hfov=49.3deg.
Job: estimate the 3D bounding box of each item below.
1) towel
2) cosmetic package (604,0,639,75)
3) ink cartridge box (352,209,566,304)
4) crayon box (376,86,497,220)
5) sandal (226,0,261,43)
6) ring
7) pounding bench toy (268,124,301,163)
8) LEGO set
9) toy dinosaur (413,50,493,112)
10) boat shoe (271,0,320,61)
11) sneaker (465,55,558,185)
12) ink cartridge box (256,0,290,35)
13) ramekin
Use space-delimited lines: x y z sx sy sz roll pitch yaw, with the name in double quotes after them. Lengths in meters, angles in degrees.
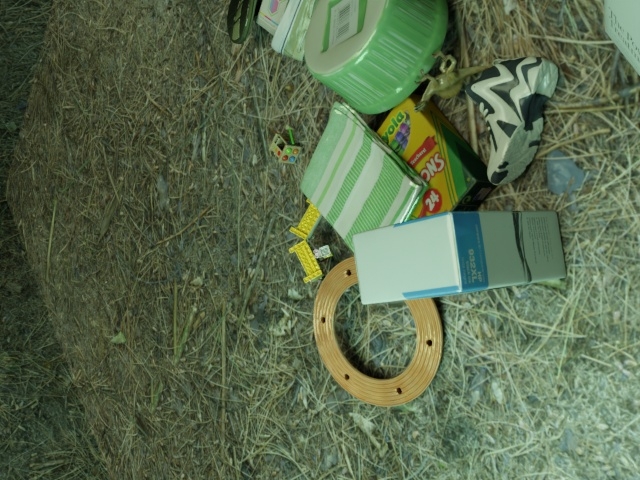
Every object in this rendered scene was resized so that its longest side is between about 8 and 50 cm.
0.077 -0.116 1.495 0.325 0.038 0.248 51 129 37 "towel"
0.512 -0.249 0.918 0.097 0.284 0.377 -29 63 10 "cosmetic package"
0.245 0.028 1.214 0.223 0.307 0.129 -15 81 48 "ink cartridge box"
0.198 -0.159 1.442 0.202 0.081 0.319 -56 51 34 "crayon box"
-0.170 -0.673 1.880 0.120 0.086 0.303 14 86 54 "sandal"
0.122 0.194 1.523 0.336 0.032 0.337 7 102 38 "ring"
-0.083 -0.248 1.791 0.065 0.052 0.083 52 126 36 "pounding bench toy"
0.000 0.000 1.687 0.132 0.107 0.287 -8 77 14 "LEGO set"
0.251 -0.321 1.352 0.183 0.093 0.053 -27 35 17 "toy dinosaur"
-0.021 -0.585 1.700 0.094 0.109 0.302 27 119 -2 "boat shoe"
0.325 -0.228 1.285 0.153 0.094 0.235 29 111 47 "sneaker"
-0.085 -0.634 1.788 0.109 0.062 0.209 47 123 39 "ink cartridge box"
0.102 -0.431 1.443 0.303 0.148 0.304 -28 52 43 "ramekin"
